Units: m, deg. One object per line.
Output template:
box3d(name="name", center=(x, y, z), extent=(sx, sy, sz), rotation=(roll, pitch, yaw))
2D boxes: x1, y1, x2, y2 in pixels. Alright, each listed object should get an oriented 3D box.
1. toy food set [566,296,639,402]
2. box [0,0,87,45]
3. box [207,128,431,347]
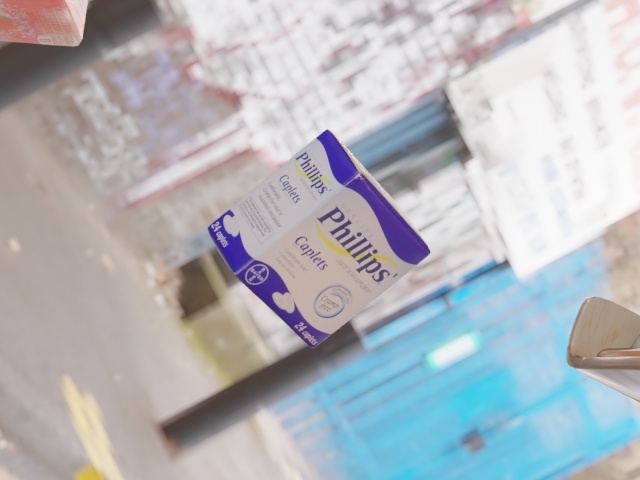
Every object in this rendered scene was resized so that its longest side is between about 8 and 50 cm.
box3d(name="toy food set", center=(0.290, 0.085, 1.071), extent=(0.219, 0.092, 0.306), rotation=(28, -7, -6))
box3d(name="box", center=(-0.231, -0.244, 1.148), extent=(0.300, 0.142, 0.154), rotation=(81, 12, -77))
box3d(name="box", center=(0.000, 0.000, 1.550), extent=(0.126, 0.137, 0.072), rotation=(46, 7, -41))
